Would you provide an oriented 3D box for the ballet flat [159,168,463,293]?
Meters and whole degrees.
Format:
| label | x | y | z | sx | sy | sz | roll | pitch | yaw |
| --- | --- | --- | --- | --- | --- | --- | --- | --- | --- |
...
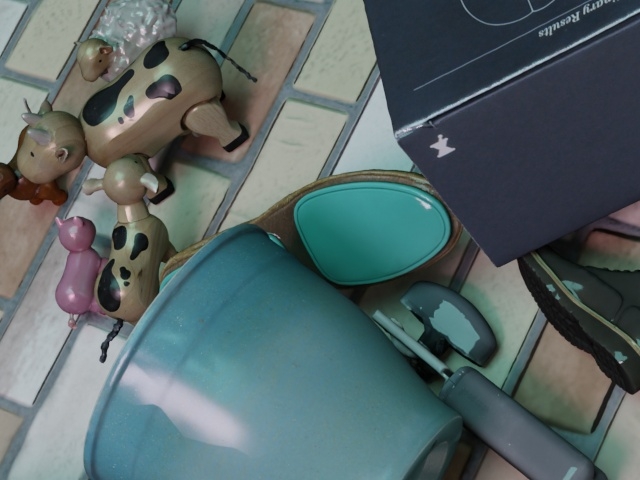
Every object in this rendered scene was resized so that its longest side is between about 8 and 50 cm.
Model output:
| label | x | y | z | sx | sy | sz | roll | pitch | yaw |
| --- | --- | --- | --- | --- | --- | --- | --- | --- | --- |
| ballet flat | 0.000 | 0.000 | 1.894 | 0.342 | 0.124 | 0.116 | -24 | 98 | 30 |

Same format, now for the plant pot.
| label | x | y | z | sx | sy | sz | roll | pitch | yaw |
| --- | --- | --- | --- | --- | --- | --- | --- | --- | --- |
| plant pot | -0.026 | 0.164 | 1.725 | 0.255 | 0.272 | 0.272 | 31 | 82 | 17 |

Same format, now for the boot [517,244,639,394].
| label | x | y | z | sx | sy | sz | roll | pitch | yaw |
| --- | --- | --- | --- | --- | --- | --- | --- | --- | --- |
| boot | 0.275 | 0.040 | 1.757 | 0.137 | 0.077 | 0.198 | -34 | 49 | -8 |

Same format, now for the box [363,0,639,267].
| label | x | y | z | sx | sy | sz | roll | pitch | yaw |
| --- | --- | --- | --- | --- | --- | --- | --- | --- | --- |
| box | 0.208 | -0.228 | 1.799 | 0.293 | 0.212 | 0.395 | -26 | 44 | 16 |

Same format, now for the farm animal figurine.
| label | x | y | z | sx | sy | sz | roll | pitch | yaw |
| --- | --- | --- | --- | --- | --- | --- | --- | --- | --- |
| farm animal figurine | -0.213 | -0.087 | 2.031 | 0.327 | 0.172 | 0.330 | -49 | 52 | -1 |

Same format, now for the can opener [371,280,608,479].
| label | x | y | z | sx | sy | sz | roll | pitch | yaw |
| --- | --- | --- | --- | --- | --- | --- | --- | --- | --- |
| can opener | 0.156 | 0.129 | 1.762 | 0.095 | 0.076 | 0.283 | -50 | 53 | -3 |
